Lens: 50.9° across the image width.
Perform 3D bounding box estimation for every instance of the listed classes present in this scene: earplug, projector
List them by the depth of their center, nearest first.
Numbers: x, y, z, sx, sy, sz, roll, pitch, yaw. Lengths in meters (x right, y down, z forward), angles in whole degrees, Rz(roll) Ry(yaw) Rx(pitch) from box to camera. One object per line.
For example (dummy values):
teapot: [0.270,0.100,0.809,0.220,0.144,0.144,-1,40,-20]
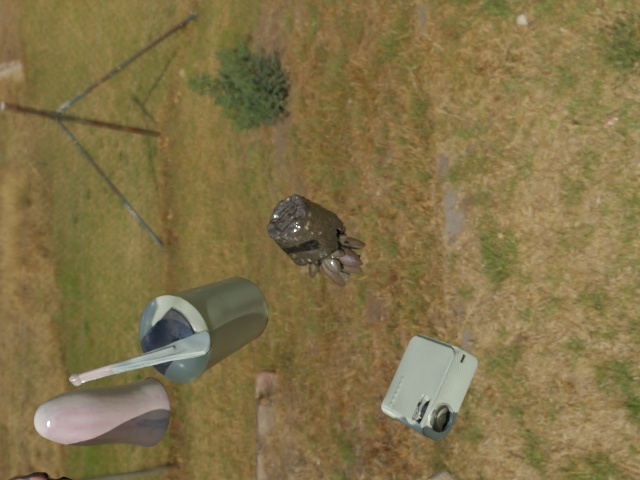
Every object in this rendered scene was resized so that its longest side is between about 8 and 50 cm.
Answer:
earplug: [-0.528,0.414,1.594,0.172,0.301,0.173,-9,76,39]
projector: [0.302,0.402,1.854,0.198,0.108,0.251,9,70,62]

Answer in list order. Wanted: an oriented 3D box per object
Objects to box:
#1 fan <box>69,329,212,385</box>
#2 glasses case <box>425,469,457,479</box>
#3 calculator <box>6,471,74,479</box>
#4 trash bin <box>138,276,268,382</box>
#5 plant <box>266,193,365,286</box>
fan: [-0.331,0.224,1.234,0.281,0.023,0.057,-18,42,5]
glasses case: [0.242,0.690,1.533,0.144,0.076,0.337,39,120,30]
calculator: [-0.571,0.591,1.384,0.329,0.048,0.220,-12,81,33]
trash bin: [-0.384,0.280,2.200,0.280,0.432,0.281,6,102,27]
plant: [0.000,0.000,2.048,0.194,0.320,0.182,-12,55,40]
